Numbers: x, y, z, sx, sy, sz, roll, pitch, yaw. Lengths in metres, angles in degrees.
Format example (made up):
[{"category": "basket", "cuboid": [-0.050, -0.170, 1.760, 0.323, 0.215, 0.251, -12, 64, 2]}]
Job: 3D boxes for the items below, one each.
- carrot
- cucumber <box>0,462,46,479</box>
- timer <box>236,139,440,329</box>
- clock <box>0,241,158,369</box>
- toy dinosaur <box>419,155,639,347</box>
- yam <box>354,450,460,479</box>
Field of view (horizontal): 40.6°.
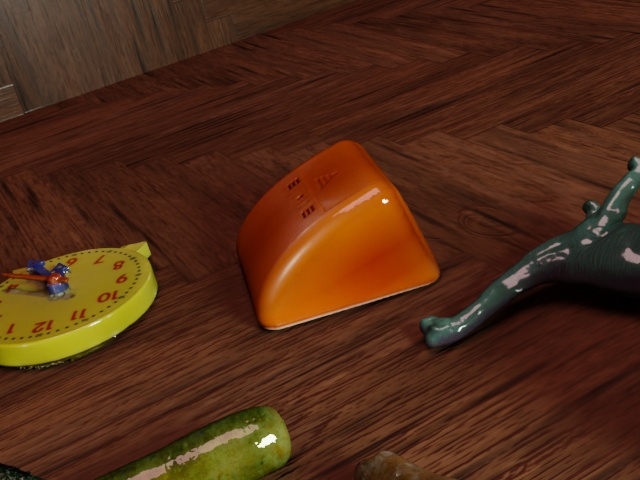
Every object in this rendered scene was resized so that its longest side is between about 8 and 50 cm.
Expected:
[{"category": "carrot", "cuboid": [-0.199, 0.258, 0.860, 0.358, 0.074, 0.074, -21, 28, -12]}, {"category": "cucumber", "cuboid": [-0.368, 0.261, 0.950, 0.257, 0.043, 0.044, 4, 38, 36]}, {"category": "timer", "cuboid": [0.000, 0.000, 1.231, 0.250, 0.161, 0.257, -30, 28, 1]}, {"category": "clock", "cuboid": [-0.385, 0.080, 1.287, 0.277, 0.071, 0.293, -15, 27, -4]}, {"category": "toy dinosaur", "cuboid": [0.348, 0.056, 0.991, 0.383, 0.129, 0.331, 15, 49, 42]}, {"category": "yam", "cuboid": [0.129, 0.238, 0.760, 0.241, 0.056, 0.057, 12, 36, 42]}]
